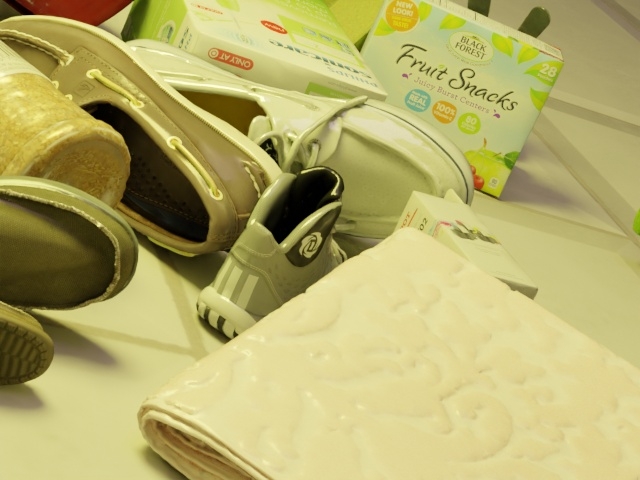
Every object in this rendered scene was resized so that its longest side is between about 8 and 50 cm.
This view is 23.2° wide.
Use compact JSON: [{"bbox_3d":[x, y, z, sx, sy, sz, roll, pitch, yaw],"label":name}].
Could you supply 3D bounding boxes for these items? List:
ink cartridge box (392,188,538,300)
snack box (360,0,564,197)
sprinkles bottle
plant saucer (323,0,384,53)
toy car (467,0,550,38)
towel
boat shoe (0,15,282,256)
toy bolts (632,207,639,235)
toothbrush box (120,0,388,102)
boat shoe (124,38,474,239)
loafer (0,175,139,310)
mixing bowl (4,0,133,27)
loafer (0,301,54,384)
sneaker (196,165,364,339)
[{"bbox_3d":[0.100,0.032,1.307,0.061,0.104,0.181,14,23,-27],"label":"ink cartridge box"},{"bbox_3d":[0.141,-0.170,1.734,0.207,0.174,0.070,23,20,-5],"label":"snack box"},{"bbox_3d":[-0.303,-0.124,1.216,0.355,0.121,0.121,37,24,30],"label":"sprinkles bottle"},{"bbox_3d":[0.022,-0.255,1.841,0.045,0.188,0.188,45,7,-34],"label":"plant saucer"},{"bbox_3d":[0.194,-0.206,1.857,0.155,0.188,0.149,24,21,0],"label":"toy car"},{"bbox_3d":[0.094,0.134,1.051,0.317,0.053,0.332,33,35,19],"label":"towel"},{"bbox_3d":[-0.179,-0.090,1.286,0.324,0.117,0.096,34,26,19],"label":"boat shoe"},{"bbox_3d":[0.498,0.006,1.704,0.158,0.218,0.228,2,48,-57],"label":"toy bolts"},{"bbox_3d":[-0.077,-0.184,1.605,0.206,0.122,0.283,17,24,-22],"label":"toothbrush box"},{"bbox_3d":[-0.043,-0.078,1.373,0.367,0.136,0.156,22,21,0],"label":"boat shoe"},{"bbox_3d":[-0.244,0.004,1.020,0.251,0.094,0.087,9,19,-12],"label":"loafer"},{"bbox_3d":[-0.275,-0.274,1.594,0.181,0.098,0.181,33,-5,4],"label":"mixing bowl"},{"bbox_3d":[-0.237,0.047,0.972,0.148,0.056,0.050,19,28,-15],"label":"loafer"},{"bbox_3d":[0.000,0.000,1.234,0.086,0.132,0.228,32,22,18],"label":"sneaker"}]
